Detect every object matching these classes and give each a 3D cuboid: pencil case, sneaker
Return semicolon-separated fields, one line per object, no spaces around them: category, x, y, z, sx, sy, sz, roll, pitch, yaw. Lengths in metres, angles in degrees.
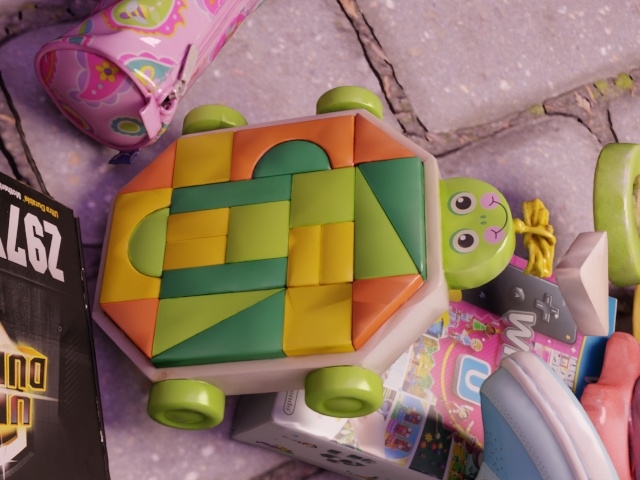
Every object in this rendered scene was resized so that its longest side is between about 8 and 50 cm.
pencil case;-0.117;-0.200;0.856;0.124;0.124;0.284;37;56;-9
sneaker;0.119;0.250;0.732;0.208;0.127;0.319;-20;108;-8

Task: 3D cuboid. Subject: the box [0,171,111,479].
box;-0.239;0.068;0.595;0.079;0.322;0.257;-16;72;12

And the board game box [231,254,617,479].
board game box;0.099;0.106;0.862;0.303;0.097;0.224;23;62;-18

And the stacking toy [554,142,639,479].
stacking toy;0.318;0.069;0.862;0.309;0.130;0.279;-52;130;-48

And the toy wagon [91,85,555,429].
toy wagon;0.000;0.000;0.756;0.344;0.068;0.267;-7;59;14
